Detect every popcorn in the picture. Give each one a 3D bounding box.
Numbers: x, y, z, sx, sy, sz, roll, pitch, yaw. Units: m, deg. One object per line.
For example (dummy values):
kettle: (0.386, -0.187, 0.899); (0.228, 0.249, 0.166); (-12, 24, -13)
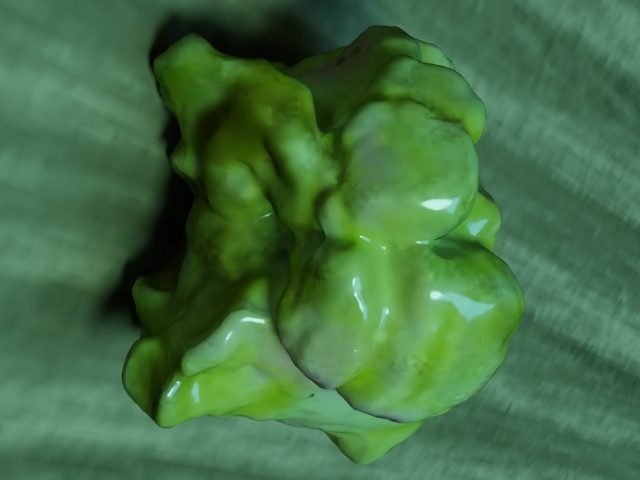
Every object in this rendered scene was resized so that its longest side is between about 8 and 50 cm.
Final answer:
popcorn: (0.001, 0.001, 0.415); (0.109, 0.089, 0.097); (90, 4, -56)
